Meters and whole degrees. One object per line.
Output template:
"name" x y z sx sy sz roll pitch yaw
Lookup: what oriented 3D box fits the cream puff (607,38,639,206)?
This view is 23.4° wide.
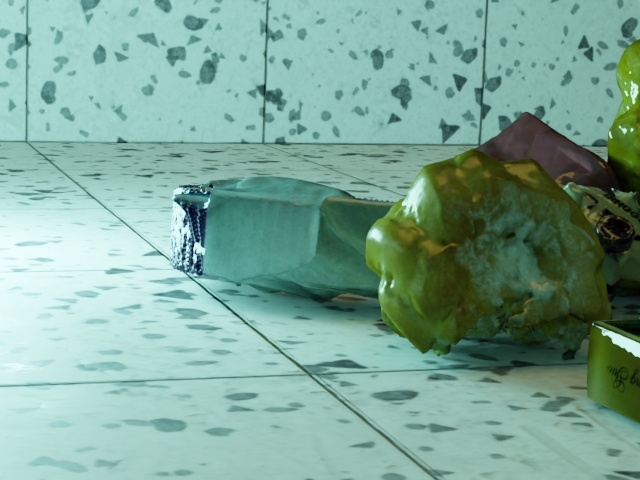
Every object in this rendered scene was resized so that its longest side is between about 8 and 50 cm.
"cream puff" 0.436 -0.058 1.517 0.323 0.270 0.274 28 34 -17

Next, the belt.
"belt" 0.000 0.000 1.603 0.324 0.122 0.260 8 3 20

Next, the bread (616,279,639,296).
"bread" 0.352 0.027 1.682 0.117 0.064 0.156 3 9 35

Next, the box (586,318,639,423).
"box" 0.343 0.102 1.166 0.240 0.071 0.159 -2 12 -20

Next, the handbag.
"handbag" 0.224 -0.031 1.617 0.135 0.146 0.225 -31 29 -5

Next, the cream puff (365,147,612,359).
"cream puff" 0.139 0.015 1.377 0.220 0.195 0.194 4 8 -19

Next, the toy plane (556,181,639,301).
"toy plane" 0.312 0.020 1.441 0.286 0.092 0.108 35 51 27
